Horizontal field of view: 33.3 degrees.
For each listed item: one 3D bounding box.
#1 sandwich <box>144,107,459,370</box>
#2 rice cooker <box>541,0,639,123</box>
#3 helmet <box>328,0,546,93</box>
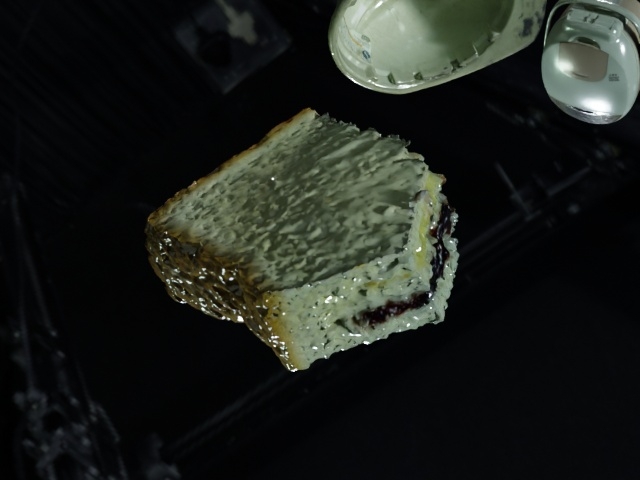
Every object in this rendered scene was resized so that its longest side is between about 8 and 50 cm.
[{"bbox_3d":[-0.001,0.000,1.138,0.262,0.131,0.325,-37,-143,-24],"label":"sandwich"},{"bbox_3d":[0.386,-0.258,1.486,0.145,0.206,0.127,20,-126,25],"label":"rice cooker"},{"bbox_3d":[0.126,-0.298,1.275,0.257,0.204,0.137,-15,-134,3],"label":"helmet"}]
